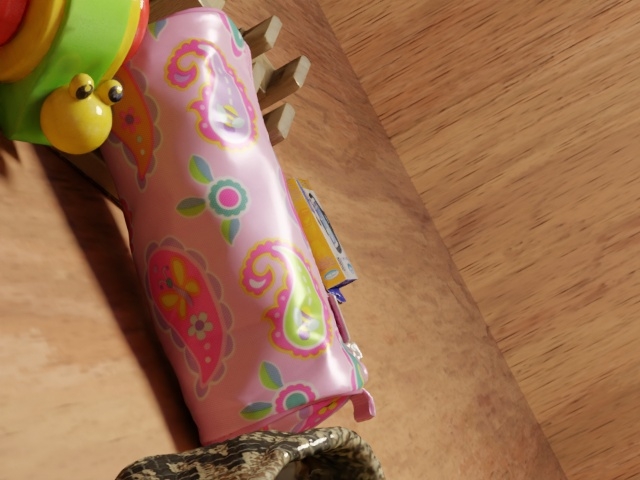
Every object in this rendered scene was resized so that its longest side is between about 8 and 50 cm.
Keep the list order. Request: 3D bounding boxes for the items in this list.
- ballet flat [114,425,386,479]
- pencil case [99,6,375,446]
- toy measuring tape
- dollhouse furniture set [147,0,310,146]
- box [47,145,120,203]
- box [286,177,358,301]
[{"bbox_3d":[-0.015,0.193,0.686,0.164,0.182,0.483,60,9,-17],"label":"ballet flat"},{"bbox_3d":[-0.062,-0.002,1.139,0.124,0.124,0.284,23,46,-76],"label":"pencil case"},{"bbox_3d":[-0.182,-0.193,1.092,0.121,0.121,0.330,47,17,-58],"label":"toy measuring tape"},{"bbox_3d":[-0.131,-0.176,1.335,0.212,0.161,0.242,53,27,-22],"label":"dollhouse furniture set"},{"bbox_3d":[-0.175,-0.110,1.220,0.164,0.021,0.201,66,10,27],"label":"box"},{"bbox_3d":[0.000,0.000,1.859,0.136,0.028,0.081,61,8,5],"label":"box"}]
